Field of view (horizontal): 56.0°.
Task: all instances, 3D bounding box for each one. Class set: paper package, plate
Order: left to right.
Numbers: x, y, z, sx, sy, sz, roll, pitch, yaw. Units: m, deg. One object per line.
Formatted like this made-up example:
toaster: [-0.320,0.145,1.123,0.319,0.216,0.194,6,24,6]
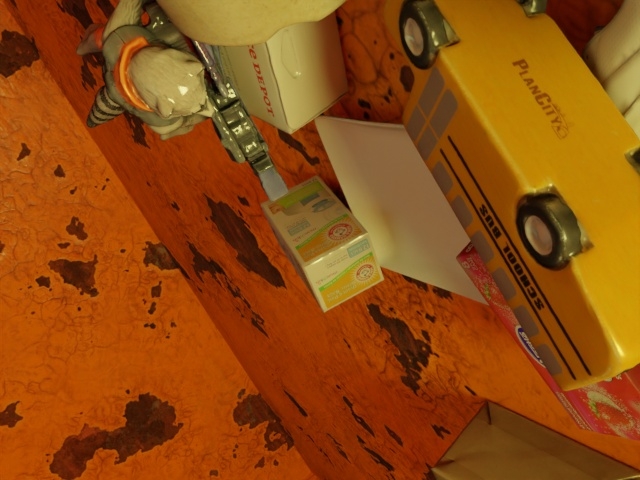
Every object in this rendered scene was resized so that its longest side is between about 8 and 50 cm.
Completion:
plate: [0.133,-0.050,0.816,0.277,0.045,0.278,20,143,51]
paper package: [0.383,0.475,1.001,0.310,0.168,0.324,15,138,51]

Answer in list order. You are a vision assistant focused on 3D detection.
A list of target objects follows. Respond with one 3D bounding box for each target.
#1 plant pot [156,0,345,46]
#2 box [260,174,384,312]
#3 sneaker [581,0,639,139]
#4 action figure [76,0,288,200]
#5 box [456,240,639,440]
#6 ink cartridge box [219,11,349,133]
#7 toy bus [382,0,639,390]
plant pot: [-0.088,-0.346,0.483,0.334,0.334,0.305,33,163,34]
box: [0.000,0.000,0.967,0.203,0.114,0.103,54,169,51]
sneaker: [0.264,-0.103,0.462,0.129,0.111,0.297,46,153,39]
action figure: [-0.197,-0.170,0.773,0.341,0.179,0.330,60,165,-19]
box: [0.283,0.075,0.633,0.256,0.123,0.128,53,157,-7]
ink cartridge box: [-0.109,-0.289,0.796,0.283,0.117,0.207,32,150,37]
toy bus: [0.162,-0.062,0.471,0.332,0.108,0.130,63,166,18]
